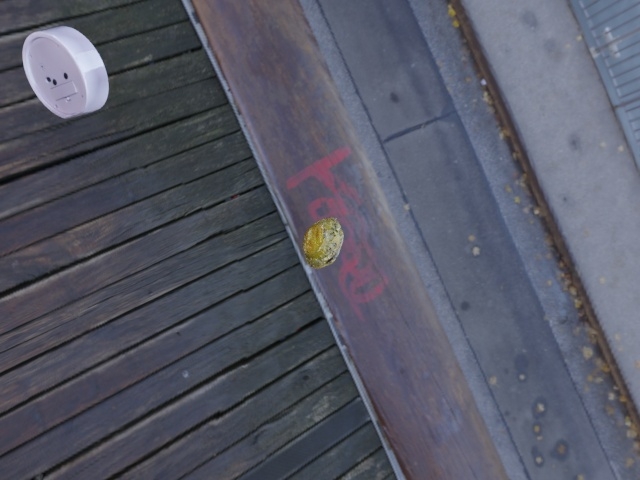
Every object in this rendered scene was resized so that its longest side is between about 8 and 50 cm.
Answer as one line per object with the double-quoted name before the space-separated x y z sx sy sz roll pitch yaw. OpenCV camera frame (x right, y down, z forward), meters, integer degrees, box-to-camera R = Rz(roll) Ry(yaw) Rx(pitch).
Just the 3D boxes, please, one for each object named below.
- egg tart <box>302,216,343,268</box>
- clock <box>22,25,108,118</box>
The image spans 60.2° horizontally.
"egg tart" 0.000 0.000 1.263 0.052 0.130 0.130 25 73 -37
"clock" -0.582 -0.382 1.263 0.197 0.197 0.068 53 42 -9
